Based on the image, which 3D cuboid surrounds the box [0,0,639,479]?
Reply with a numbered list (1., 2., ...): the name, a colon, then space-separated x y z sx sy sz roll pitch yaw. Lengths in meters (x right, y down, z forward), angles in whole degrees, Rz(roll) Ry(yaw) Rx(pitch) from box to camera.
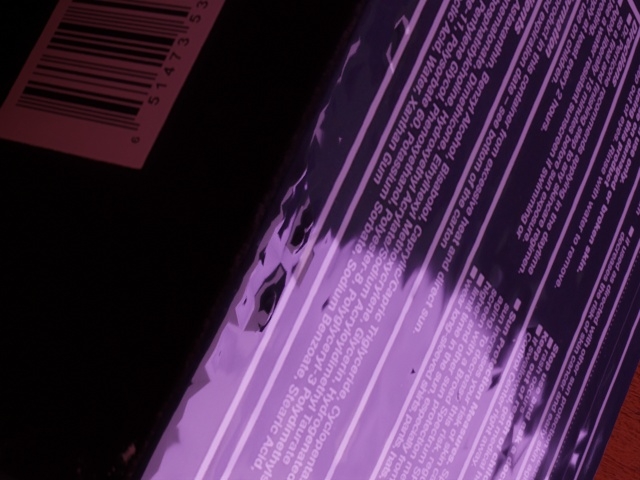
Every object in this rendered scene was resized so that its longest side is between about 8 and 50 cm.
1. box: 0.000 0.000 0.565 0.294 0.183 0.296 44 66 -50
